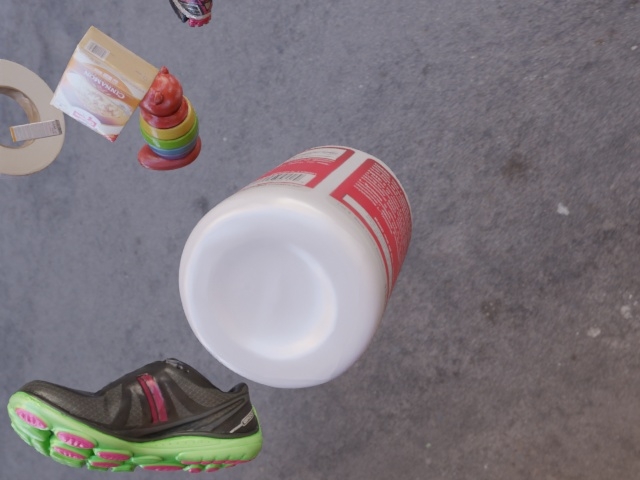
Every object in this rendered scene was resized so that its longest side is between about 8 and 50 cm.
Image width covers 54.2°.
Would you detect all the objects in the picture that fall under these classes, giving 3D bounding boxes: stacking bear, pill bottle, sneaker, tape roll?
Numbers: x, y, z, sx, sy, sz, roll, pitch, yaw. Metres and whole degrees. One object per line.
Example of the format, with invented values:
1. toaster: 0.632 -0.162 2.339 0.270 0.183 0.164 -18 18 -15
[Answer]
1. stacking bear: -0.401 -0.321 1.615 0.164 0.175 0.289 12 156 1
2. pill bottle: 0.000 0.000 0.836 0.229 0.407 0.229 5 109 14
3. sneaker: -0.369 -0.693 1.588 0.299 0.121 0.112 49 154 4
4. tape roll: -1.028 -0.394 2.032 0.072 0.392 0.392 -8 104 38
5. sneaker: -0.335 0.321 1.181 0.185 0.483 0.202 -36 48 39

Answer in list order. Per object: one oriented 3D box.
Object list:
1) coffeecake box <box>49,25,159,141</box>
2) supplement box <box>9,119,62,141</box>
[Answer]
1. coffeecake box: -0.421 -0.297 1.213 0.142 0.068 0.185 31 140 -21
2. supplement box: -0.648 -0.251 1.430 0.062 0.098 0.036 -143 41 -73
